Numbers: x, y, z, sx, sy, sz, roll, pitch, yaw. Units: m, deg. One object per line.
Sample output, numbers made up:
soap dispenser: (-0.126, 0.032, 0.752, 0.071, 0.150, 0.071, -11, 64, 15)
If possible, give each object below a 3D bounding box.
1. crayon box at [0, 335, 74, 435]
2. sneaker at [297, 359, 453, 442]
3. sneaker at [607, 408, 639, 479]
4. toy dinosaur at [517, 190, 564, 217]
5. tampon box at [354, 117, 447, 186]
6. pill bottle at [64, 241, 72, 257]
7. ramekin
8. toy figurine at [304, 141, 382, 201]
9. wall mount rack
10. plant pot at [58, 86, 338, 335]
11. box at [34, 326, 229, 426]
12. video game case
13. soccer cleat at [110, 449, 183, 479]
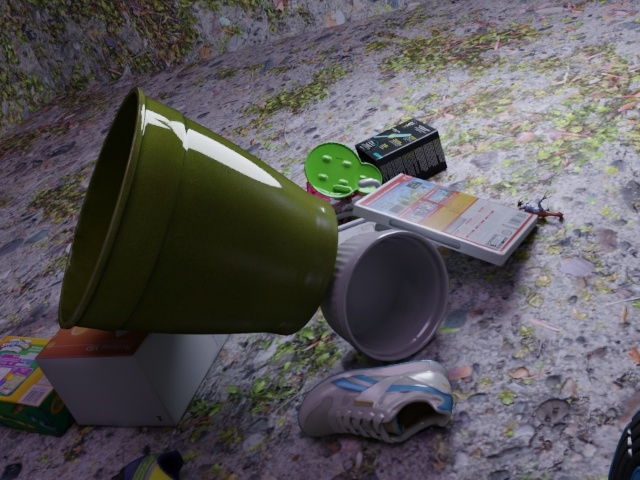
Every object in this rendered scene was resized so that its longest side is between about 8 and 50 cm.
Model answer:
crayon box: (-0.553, 0.270, 1.388, 0.279, 0.081, 0.165, -1, 35, 31)
sneaker: (0.074, 0.239, 1.034, 0.229, 0.087, 0.092, -17, 32, 11)
sneaker: (0.385, 0.308, 0.724, 0.140, 0.125, 0.340, 11, 31, 1)
toy dinosaur: (0.411, -0.049, 1.365, 0.090, 0.047, 0.082, -55, 40, 7)
tampon box: (0.184, -0.191, 1.659, 0.161, 0.101, 0.120, -26, 30, -10)
pill bottle: (-0.514, 0.063, 1.651, 0.078, 0.137, 0.078, -15, 29, 9)
ramekin: (0.095, 0.081, 1.172, 0.207, 0.207, 0.109, -34, 23, -22)
toy figurine: (0.035, -0.127, 1.634, 0.173, 0.159, 0.130, 13, 72, -8)
wall mount rack: (0.000, 0.000, 1.432, 0.304, 0.130, 0.350, -19, 29, 3)
plant pot: (-0.175, -0.002, 1.134, 0.353, 0.366, 0.366, 17, 19, -24)
box: (-0.308, 0.155, 1.333, 0.215, 0.168, 0.345, -6, 33, 25)
video game case: (0.230, -0.046, 1.330, 0.285, 0.025, 0.204, 21, 31, 25)
soccer cleat: (-0.197, 0.380, 0.969, 0.121, 0.093, 0.289, -23, 29, -17)
